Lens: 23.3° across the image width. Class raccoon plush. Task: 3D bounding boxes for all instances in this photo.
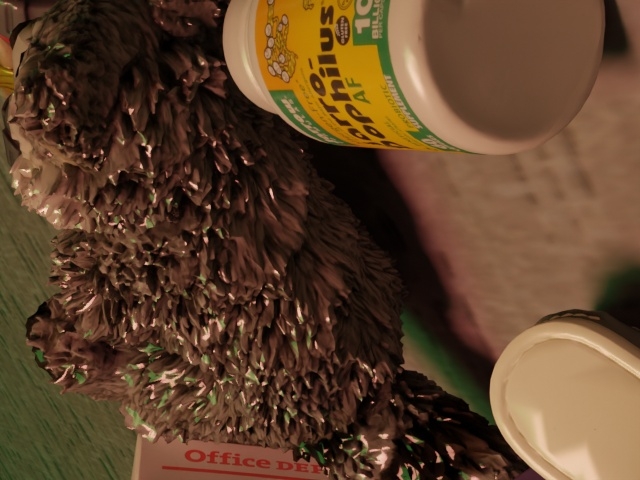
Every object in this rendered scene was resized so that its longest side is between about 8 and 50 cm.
[{"bbox_3d":[0.000,0.000,0.947,0.446,0.216,0.299,21,150,5],"label":"raccoon plush"}]

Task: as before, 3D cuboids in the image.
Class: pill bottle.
[{"bbox_3d":[0.035,-0.105,0.783,0.208,0.117,0.118,11,130,59],"label":"pill bottle"}]

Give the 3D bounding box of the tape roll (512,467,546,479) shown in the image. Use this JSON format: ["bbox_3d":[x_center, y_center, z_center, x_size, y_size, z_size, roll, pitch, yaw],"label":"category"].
[{"bbox_3d":[0.161,0.217,0.870,0.189,0.189,0.080,49,155,16],"label":"tape roll"}]

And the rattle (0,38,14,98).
[{"bbox_3d":[-0.360,-0.195,1.413,0.200,0.142,0.130,54,176,-11],"label":"rattle"}]

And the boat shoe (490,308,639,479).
[{"bbox_3d":[0.231,0.151,0.807,0.319,0.116,0.099,41,-162,14],"label":"boat shoe"}]

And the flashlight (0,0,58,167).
[{"bbox_3d":[-0.228,-0.145,1.267,0.304,0.103,0.103,112,147,-64],"label":"flashlight"}]

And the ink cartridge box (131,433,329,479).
[{"bbox_3d":[-0.052,0.265,1.190,0.119,0.207,0.353,-94,12,-55],"label":"ink cartridge box"}]
